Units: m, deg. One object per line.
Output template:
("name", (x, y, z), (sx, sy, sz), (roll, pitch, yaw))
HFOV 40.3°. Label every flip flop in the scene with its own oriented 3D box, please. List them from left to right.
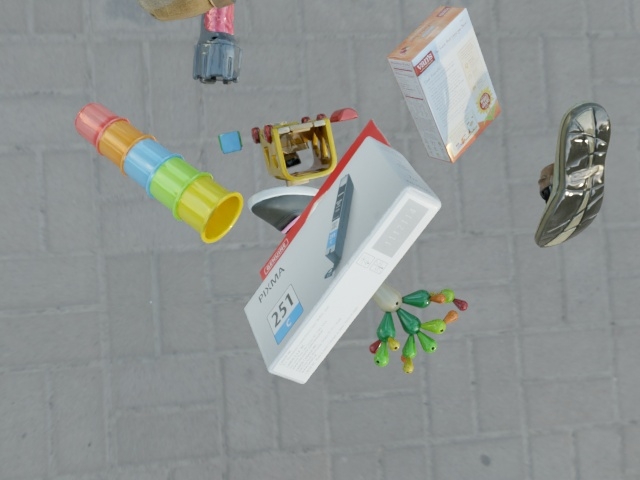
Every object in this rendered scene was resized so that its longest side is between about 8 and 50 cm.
("flip flop", (0.407, -0.109, 1.448), (0.112, 0.080, 0.277), (-14, 127, -18))

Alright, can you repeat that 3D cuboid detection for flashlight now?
("flashlight", (-0.159, -0.419, 1.462), (0.103, 0.103, 0.304), (5, 92, 13))

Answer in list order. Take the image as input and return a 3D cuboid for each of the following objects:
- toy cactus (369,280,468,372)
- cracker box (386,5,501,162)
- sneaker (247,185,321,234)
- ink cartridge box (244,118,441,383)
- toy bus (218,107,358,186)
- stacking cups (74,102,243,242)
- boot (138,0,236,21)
("toy cactus", (0.164, 0.146, 1.708), (0.219, 0.112, 0.180), (-41, 80, -8))
("cracker box", (0.225, -0.278, 1.561), (0.156, 0.067, 0.232), (-45, 131, -20))
("sneaker", (0.001, 0.000, 1.604), (0.296, 0.104, 0.147), (18, 51, -35))
("ink cartridge box", (0.003, -0.005, 1.149), (0.066, 0.261, 0.296), (25, 110, -31))
("toy bus", (-0.044, -0.139, 1.384), (0.191, 0.202, 0.104), (-6, 100, 32))
("stacking cups", (-0.270, -0.123, 1.403), (0.316, 0.096, 0.096), (37, 79, 17))
("boot", (-0.202, -0.409, 1.034), (0.115, 0.112, 0.305), (-18, 86, 10))
